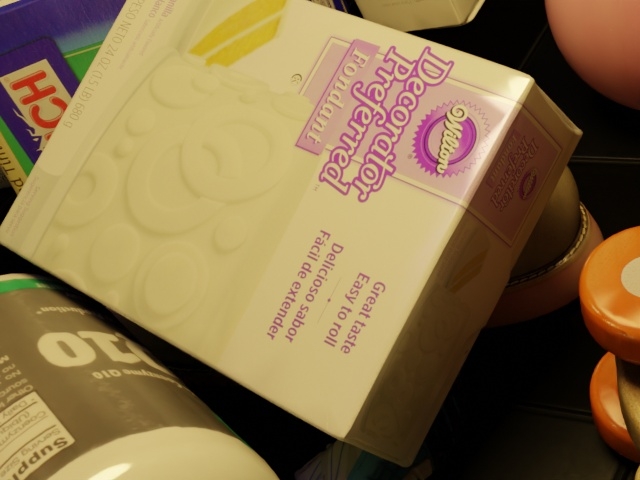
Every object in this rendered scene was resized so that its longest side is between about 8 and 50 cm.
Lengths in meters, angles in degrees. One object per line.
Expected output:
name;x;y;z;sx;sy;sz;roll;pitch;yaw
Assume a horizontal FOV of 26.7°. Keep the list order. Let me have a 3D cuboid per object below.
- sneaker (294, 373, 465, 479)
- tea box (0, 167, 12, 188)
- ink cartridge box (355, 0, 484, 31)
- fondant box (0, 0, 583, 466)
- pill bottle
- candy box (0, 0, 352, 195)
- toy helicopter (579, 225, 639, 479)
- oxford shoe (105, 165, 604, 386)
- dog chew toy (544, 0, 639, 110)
sneaker;0.027;0.142;0.885;0.083;0.071;0.191;2;44;42
tea box;-0.337;-0.241;1.371;0.329;0.323;0.220;-8;40;24
ink cartridge box;0.077;-0.370;1.302;0.117;0.283;0.207;-1;43;37
fondant box;-0.031;-0.034;0.888;0.330;0.096;0.238;25;85;34
pill bottle;-0.140;0.176;0.833;0.204;0.204;0.361;-38;38;-14
candy box;-0.129;-0.133;1.152;0.317;0.268;0.122;-14;34;19
toy helicopter;0.289;0.131;0.713;0.235;0.140;0.355;-14;48;3
oxford shoe;0.000;0.000;1.007;0.397;0.146;0.140;-16;38;16
dog chew toy;0.338;-0.184;0.991;0.331;0.207;0.207;13;51;31
